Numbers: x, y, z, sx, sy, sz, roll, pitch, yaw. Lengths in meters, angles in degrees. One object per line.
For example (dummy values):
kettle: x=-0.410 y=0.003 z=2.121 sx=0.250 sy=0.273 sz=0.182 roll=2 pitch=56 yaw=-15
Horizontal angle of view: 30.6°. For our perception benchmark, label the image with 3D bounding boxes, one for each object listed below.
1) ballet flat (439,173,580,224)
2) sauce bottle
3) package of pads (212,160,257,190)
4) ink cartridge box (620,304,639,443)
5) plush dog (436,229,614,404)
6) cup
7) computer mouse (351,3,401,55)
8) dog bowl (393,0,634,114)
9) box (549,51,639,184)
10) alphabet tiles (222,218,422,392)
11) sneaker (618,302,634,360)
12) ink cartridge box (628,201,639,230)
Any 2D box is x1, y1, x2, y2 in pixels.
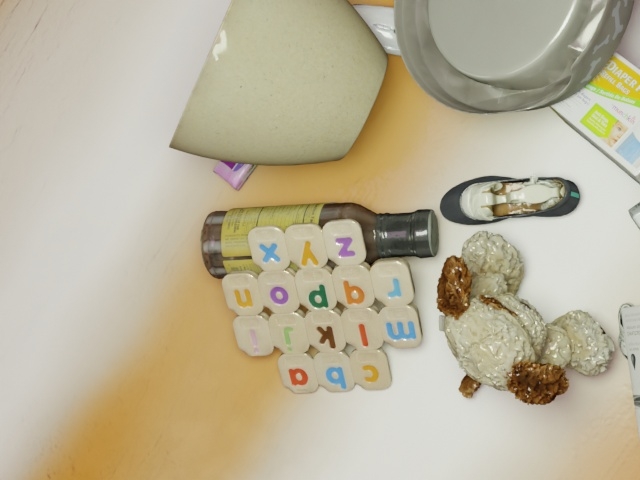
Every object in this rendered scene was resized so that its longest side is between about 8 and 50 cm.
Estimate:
ballet flat: x=0.263 y=-0.061 z=1.656 sx=0.203 sy=0.074 sz=0.074 roll=-3 pitch=85 yaw=19
sauce bottle: x=0.000 y=0.000 z=1.721 sx=0.344 sy=0.111 sz=0.111 roll=-1 pitch=86 yaw=17
package of pads: x=-0.124 y=-0.124 z=1.811 sx=0.050 sy=0.032 sz=0.083 roll=38 pitch=99 yaw=16
ink cartridge box: x=0.481 y=0.185 z=1.510 sx=0.093 sy=0.160 sz=0.219 roll=-4 pitch=83 yaw=-19
plush dog: x=0.235 y=0.130 z=1.570 sx=0.262 sy=0.225 sz=0.210 roll=45 pitch=100 yaw=16
cup: x=-0.044 y=-0.238 z=1.672 sx=0.237 sy=0.331 sz=0.331 roll=23 pitch=94 yaw=-9
computer mouse: x=0.108 y=-0.308 z=1.739 sx=0.193 sy=0.042 sz=0.106 roll=15 pitch=92 yaw=19
dog bowl: x=0.263 y=-0.332 z=1.566 sx=0.349 sy=0.102 sz=0.348 roll=-6 pitch=82 yaw=43
box: x=0.407 y=-0.166 z=1.563 sx=0.114 sy=0.103 sz=0.203 roll=-49 pitch=52 yaw=9
alphabet tiles: x=0.002 y=0.098 z=1.698 sx=0.284 sy=0.021 sz=0.278 roll=-5 pitch=114 yaw=18
sneaker: x=0.422 y=0.127 z=1.607 sx=0.032 sy=0.037 sz=0.083 roll=-11 pitch=84 yaw=16
ink cartridge box: x=0.558 y=0.004 z=1.573 sx=0.189 sy=0.066 sz=0.232 roll=-35 pitch=97 yaw=13
